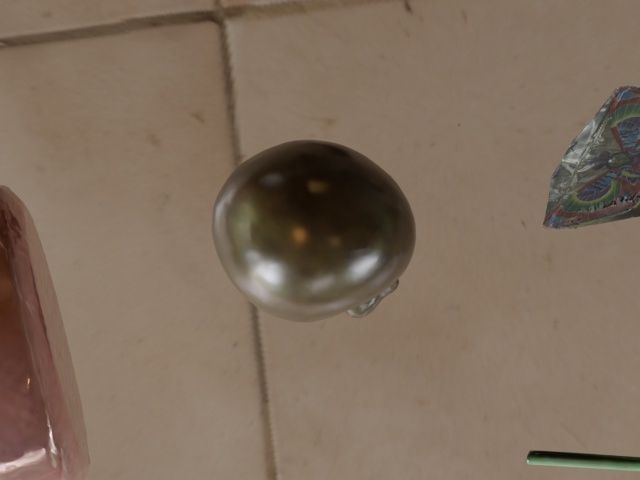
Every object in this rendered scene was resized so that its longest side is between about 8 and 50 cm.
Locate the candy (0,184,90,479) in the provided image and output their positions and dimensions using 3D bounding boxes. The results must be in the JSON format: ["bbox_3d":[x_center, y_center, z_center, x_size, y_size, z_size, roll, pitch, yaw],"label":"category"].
[{"bbox_3d":[-0.238,0.089,1.058,0.094,0.255,0.255,-14,93,-7],"label":"candy"}]

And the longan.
[{"bbox_3d":[0.000,0.000,1.295,0.185,0.159,0.204,-7,138,31],"label":"longan"}]

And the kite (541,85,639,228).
[{"bbox_3d":[0.309,-0.061,1.092,0.285,0.015,0.152,1,139,-19],"label":"kite"}]

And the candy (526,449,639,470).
[{"bbox_3d":[0.215,0.135,0.835,0.194,0.062,0.058,1,58,23],"label":"candy"}]
